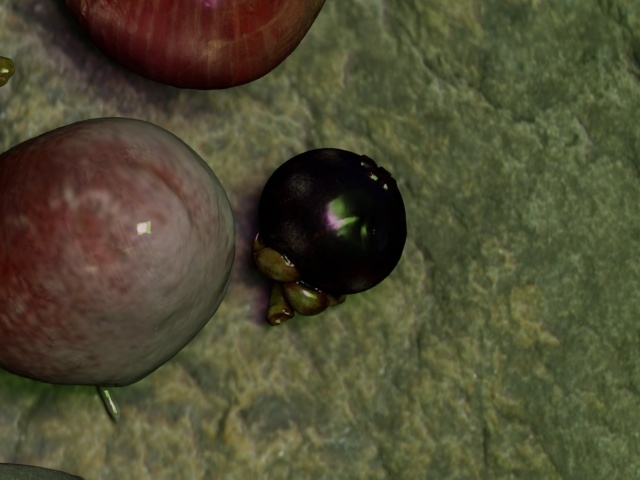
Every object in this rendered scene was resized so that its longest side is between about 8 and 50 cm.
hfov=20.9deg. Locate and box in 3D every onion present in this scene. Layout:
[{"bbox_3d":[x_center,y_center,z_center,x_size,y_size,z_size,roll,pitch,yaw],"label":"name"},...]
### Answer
[{"bbox_3d":[-0.145,-0.344,2.013,0.353,0.353,0.354,5,78,-27],"label":"onion"}]

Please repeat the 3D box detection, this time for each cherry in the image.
[{"bbox_3d":[-0.231,0.009,1.884,0.326,0.335,0.291,1,62,-51],"label":"cherry"}]

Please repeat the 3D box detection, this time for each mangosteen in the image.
[{"bbox_3d":[0.000,0.000,2.089,0.194,0.194,0.230,32,102,-19],"label":"mangosteen"}]

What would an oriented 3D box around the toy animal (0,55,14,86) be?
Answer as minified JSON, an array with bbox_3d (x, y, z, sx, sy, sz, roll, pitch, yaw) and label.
[{"bbox_3d":[-0.443,-0.238,1.880,0.181,0.180,0.363,41,65,-56],"label":"toy animal"}]

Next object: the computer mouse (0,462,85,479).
[{"bbox_3d":[-0.388,0.336,1.844,0.374,0.114,0.203,-7,85,-28],"label":"computer mouse"}]
